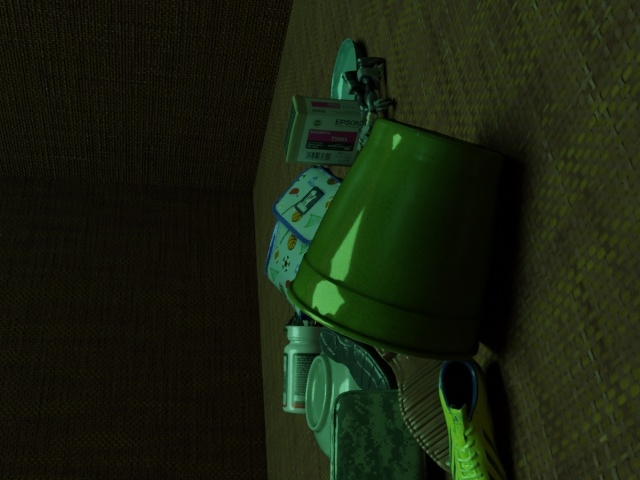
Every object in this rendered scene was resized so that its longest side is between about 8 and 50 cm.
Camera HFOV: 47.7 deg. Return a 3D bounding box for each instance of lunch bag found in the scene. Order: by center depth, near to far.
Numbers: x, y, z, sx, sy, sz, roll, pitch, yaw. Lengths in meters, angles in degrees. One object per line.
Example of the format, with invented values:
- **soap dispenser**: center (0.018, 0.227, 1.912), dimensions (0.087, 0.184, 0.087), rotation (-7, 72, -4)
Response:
- **lunch bag**: center (0.130, 0.489, 1.592), dimensions (0.256, 0.213, 0.304), rotation (66, -157, -70)
- **lunch bag**: center (0.000, 0.000, 2.116), dimensions (0.328, 0.239, 0.385), rotation (44, 122, 56)

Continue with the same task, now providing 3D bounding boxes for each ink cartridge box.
- **ink cartridge box**: center (0.022, -0.317, 2.127), dimensions (0.193, 0.235, 0.088), rotation (105, 162, -45)

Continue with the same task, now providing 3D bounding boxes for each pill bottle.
- **pill bottle**: center (-0.043, 0.430, 2.429), dimensions (0.161, 0.161, 0.283), rotation (154, 119, -75)

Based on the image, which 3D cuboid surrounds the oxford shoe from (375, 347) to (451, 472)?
- **oxford shoe**: center (0.226, 0.287, 1.440), dimensions (0.146, 0.141, 0.396), rotation (43, -162, -46)

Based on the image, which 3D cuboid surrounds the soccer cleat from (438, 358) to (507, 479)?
- **soccer cleat**: center (0.250, 0.333, 1.229), dimensions (0.121, 0.094, 0.289), rotation (43, -143, -55)

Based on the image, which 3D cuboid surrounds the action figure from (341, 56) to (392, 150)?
- **action figure**: center (0.135, -0.357, 1.968), dimensions (0.185, 0.099, 0.284), rotation (131, 137, -59)

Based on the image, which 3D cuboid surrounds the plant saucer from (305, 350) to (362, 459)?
- **plant saucer**: center (0.031, 0.437, 2.067), dimensions (0.400, 0.101, 0.400), rotation (-171, 90, -75)

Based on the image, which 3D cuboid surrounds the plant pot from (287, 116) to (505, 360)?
- **plant pot**: center (0.163, -0.024, 1.306), dimensions (0.366, 0.367, 0.352), rotation (-129, 53, -71)

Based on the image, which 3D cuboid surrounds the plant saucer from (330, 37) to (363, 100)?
- **plant saucer**: center (0.088, -0.476, 2.299), dimensions (0.317, 0.044, 0.317), rotation (-178, 90, -77)

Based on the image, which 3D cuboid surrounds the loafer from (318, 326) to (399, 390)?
- **loafer**: center (0.114, 0.302, 1.872), dimensions (0.303, 0.095, 0.109), rotation (35, 123, 46)

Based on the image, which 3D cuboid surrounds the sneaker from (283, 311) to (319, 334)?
- **sneaker**: center (-0.062, 0.286, 2.603), dimensions (0.097, 0.135, 0.275), rotation (-172, 86, -79)
